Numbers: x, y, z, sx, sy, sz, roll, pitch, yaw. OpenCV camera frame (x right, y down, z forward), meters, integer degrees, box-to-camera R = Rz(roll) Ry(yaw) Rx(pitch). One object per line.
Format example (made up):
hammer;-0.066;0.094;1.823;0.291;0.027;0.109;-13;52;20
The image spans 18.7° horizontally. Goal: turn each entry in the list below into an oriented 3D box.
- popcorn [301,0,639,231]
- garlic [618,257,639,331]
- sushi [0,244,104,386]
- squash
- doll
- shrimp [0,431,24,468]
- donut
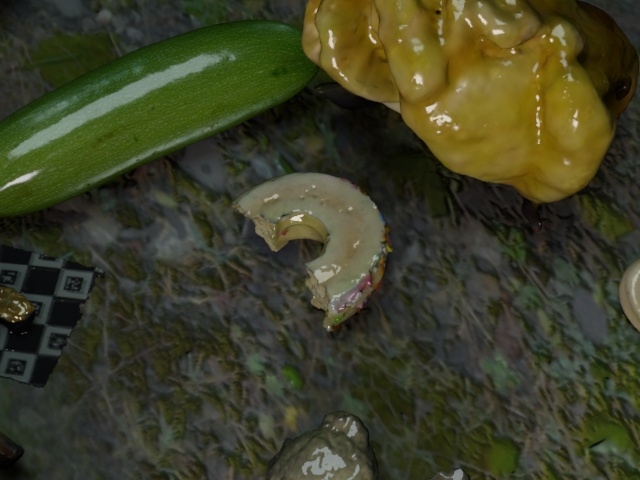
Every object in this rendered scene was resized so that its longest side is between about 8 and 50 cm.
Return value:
popcorn;0.140;-0.189;1.772;0.316;0.281;0.297;21;18;-4
garlic;0.293;0.044;1.733;0.053;0.041;0.083;20;66;2
sushi;-0.314;0.050;1.780;0.201;0.031;0.139;12;56;13
squash;-0.183;-0.119;1.845;0.395;0.107;0.107;-26;57;-12
doll;0.067;0.263;1.565;0.286;0.091;0.203;19;91;30
shrimp;-0.323;0.200;1.662;0.254;0.059;0.145;7;46;16
donut;0.005;0.000;1.770;0.108;0.065;0.166;-32;57;-17
